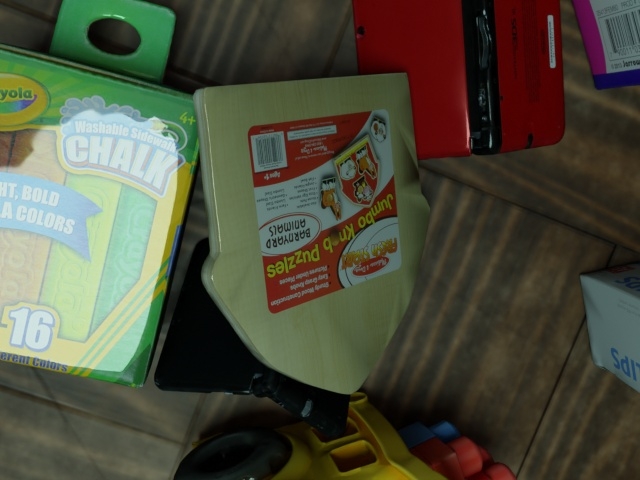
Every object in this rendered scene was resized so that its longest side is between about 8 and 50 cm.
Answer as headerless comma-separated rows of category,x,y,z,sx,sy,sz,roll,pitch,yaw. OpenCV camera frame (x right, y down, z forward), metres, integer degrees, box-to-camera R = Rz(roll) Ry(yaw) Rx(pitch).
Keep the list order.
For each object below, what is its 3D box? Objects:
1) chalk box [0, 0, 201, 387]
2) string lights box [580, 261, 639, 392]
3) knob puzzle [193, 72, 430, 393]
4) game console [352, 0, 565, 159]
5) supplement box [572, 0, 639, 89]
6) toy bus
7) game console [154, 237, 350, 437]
chalk box,-0.141,-0.042,0.469,0.132,0.132,0.213,12,97,-9
string lights box,0.332,0.043,0.536,0.259,0.133,0.077,-12,100,-5
knob puzzle,0.000,0.000,0.480,0.213,0.030,0.213,-4,96,-46
game console,0.098,-0.132,0.545,0.124,0.085,0.144,-12,102,-36
supplement box,0.217,-0.221,0.496,0.114,0.111,0.220,-21,100,-4
toy bus,0.034,0.189,0.486,0.211,0.220,0.149,-20,104,-10
game console,-0.035,0.061,0.518,0.071,0.122,0.107,-25,129,35
